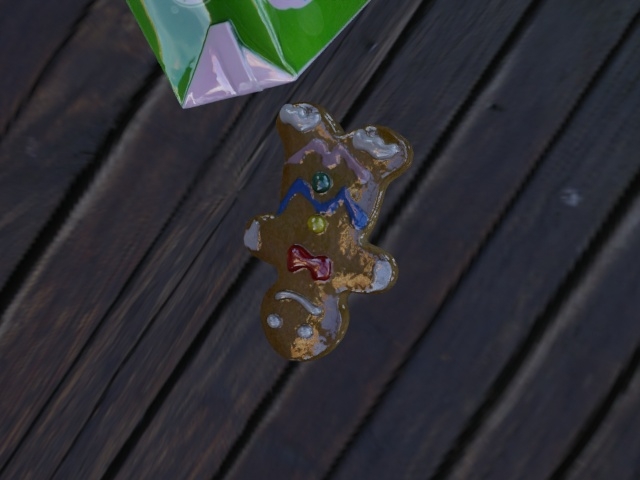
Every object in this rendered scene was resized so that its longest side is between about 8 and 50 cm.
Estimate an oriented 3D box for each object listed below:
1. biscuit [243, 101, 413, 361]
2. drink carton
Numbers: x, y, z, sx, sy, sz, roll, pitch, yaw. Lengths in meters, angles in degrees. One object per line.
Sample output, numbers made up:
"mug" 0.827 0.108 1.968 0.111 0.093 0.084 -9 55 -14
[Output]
"biscuit" 0.000 0.000 1.295 0.138 0.031 0.205 21 105 25
"drink carton" -0.076 -0.243 1.072 0.108 0.161 0.271 -10 117 36
